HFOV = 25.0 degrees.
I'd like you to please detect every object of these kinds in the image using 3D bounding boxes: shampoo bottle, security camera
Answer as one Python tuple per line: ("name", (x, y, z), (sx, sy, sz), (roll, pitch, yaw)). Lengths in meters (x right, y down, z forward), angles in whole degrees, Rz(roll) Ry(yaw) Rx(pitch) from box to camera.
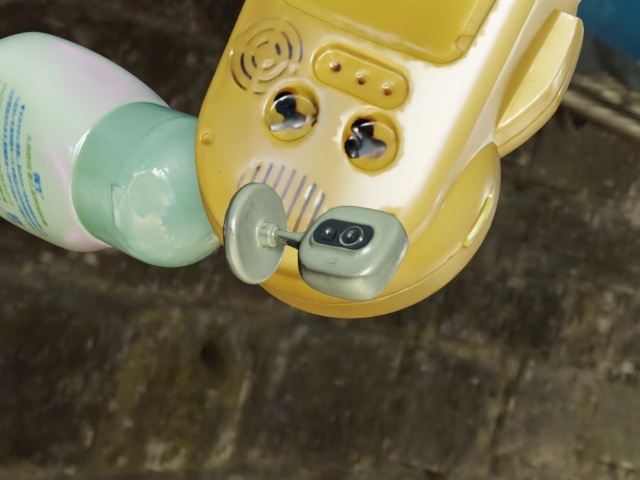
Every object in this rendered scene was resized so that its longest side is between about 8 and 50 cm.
("shampoo bottle", (-0.218, -0.080, 1.421), (0.151, 0.222, 0.349), (-25, 33, -38))
("security camera", (0.000, 0.000, 0.743), (0.092, 0.058, 0.058), (4, -5, 33))

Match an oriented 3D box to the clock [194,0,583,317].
("clock", (0.035, -0.104, 1.081), (0.244, 0.317, 0.200), (25, -7, 21))
